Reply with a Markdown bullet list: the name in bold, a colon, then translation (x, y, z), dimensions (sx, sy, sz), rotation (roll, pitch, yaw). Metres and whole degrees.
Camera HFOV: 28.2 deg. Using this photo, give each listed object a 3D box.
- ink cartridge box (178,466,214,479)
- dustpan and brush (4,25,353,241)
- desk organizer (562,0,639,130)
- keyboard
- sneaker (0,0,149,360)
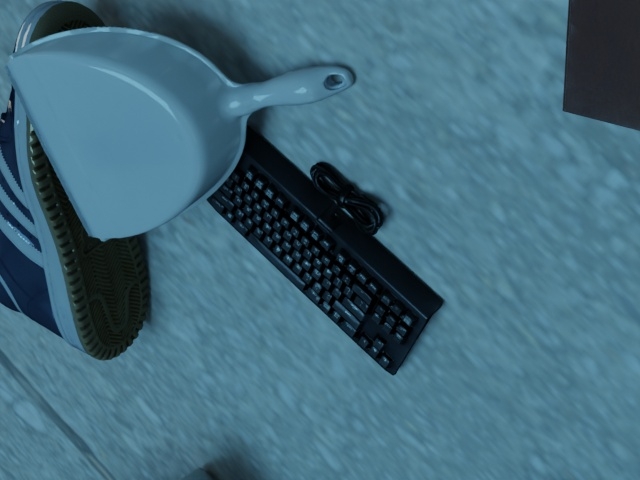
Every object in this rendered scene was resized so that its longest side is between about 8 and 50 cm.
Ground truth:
- **ink cartridge box**: translation (-0.149, 0.342, 0.989), dimensions (0.273, 0.115, 0.198), rotation (-39, 84, 7)
- **dustpan and brush**: translation (-0.080, -0.079, 0.805), dimensions (0.211, 0.060, 0.147), rotation (-4, 122, 33)
- **desk organizer**: translation (0.151, -0.121, 0.605), dimensions (0.050, 0.047, 0.130), rotation (20, 125, 36)
- **keyboard**: translation (0.000, 0.000, 0.829), dimensions (0.180, 0.023, 0.108), rotation (42, 135, 15)
- **sneaker**: translation (-0.218, -0.051, 0.943), dimensions (0.153, 0.099, 0.282), rotation (20, 128, 32)
